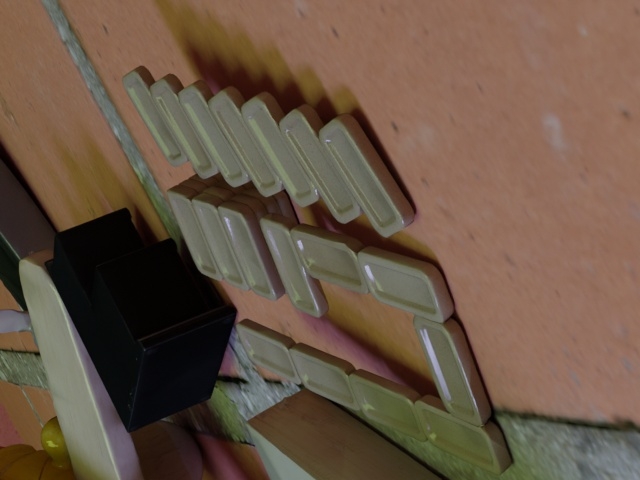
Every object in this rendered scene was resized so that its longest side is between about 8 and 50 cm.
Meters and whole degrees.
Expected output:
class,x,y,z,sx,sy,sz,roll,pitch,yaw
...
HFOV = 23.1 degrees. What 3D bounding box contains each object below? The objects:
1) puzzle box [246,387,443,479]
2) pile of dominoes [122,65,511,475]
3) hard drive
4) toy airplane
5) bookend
class,x,y,z,sx,sy,sz,roll,pitch,yaw
puzzle box,0.105,0.259,0.867,0.409,0.052,0.272,28,144,60
pile of dominoes,0.000,0.000,0.815,0.251,0.040,0.196,18,134,54
hard drive,-0.330,-0.021,1.602,0.255,0.054,0.172,50,161,14
toy airplane,-0.174,0.238,1.342,0.384,0.272,0.386,41,127,8
bookend,-0.136,0.035,1.147,0.157,0.072,0.156,60,157,21
